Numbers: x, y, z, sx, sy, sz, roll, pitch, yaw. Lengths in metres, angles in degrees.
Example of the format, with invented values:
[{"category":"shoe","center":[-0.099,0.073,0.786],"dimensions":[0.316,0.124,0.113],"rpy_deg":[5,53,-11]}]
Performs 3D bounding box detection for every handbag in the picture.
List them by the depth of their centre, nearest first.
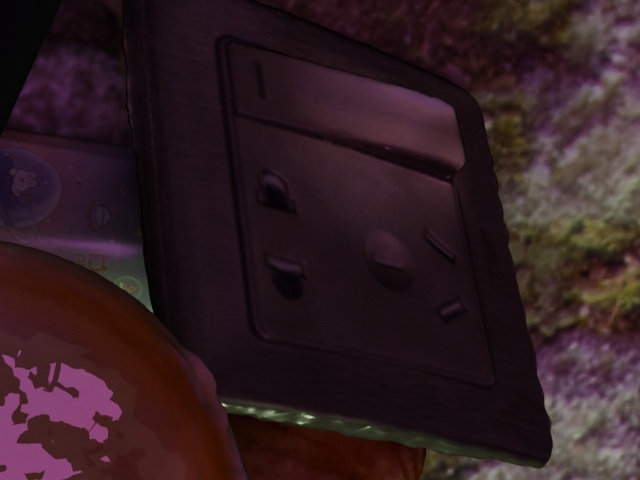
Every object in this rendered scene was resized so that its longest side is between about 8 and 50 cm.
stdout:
[{"category":"handbag","center":[-0.144,-0.002,0.903],"dimensions":[0.173,0.095,0.117],"rpy_deg":[5,89,-16]}]

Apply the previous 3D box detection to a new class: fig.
[{"category":"fig","center":[-0.041,0.133,0.948],"dimensions":[0.202,0.148,0.149],"rpy_deg":[4,98,9]}]

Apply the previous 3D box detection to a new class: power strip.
[{"category":"power strip","center":[-0.001,-0.001,0.890],"dimensions":[0.257,0.092,0.251],"rpy_deg":[15,59,-35]}]

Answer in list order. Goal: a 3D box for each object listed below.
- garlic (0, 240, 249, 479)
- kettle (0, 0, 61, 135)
[{"category":"garlic","center":[-0.178,0.150,0.661],"dimensions":[0.313,0.249,0.286],"rpy_deg":[18,112,-15]},{"category":"kettle","center":[-0.276,-0.079,0.767],"dimensions":[0.262,0.203,0.308],"rpy_deg":[22,99,-12]}]
